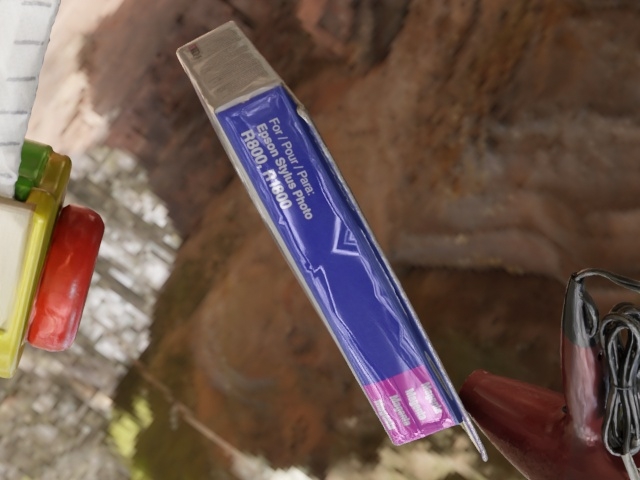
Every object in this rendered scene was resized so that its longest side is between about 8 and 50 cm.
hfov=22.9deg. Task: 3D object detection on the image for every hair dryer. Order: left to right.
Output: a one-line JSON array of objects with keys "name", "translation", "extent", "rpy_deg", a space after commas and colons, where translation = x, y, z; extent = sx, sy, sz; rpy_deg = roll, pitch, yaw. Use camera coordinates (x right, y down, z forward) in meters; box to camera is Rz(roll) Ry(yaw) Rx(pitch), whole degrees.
[{"name": "hair dryer", "translation": [0.204, 0.117, 1.151], "extent": [0.080, 0.224, 0.293], "rpy_deg": [-31, -173, -31]}]

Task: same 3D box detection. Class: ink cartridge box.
[{"name": "ink cartridge box", "translation": [0.000, 0.000, 1.286], "extent": [0.071, 0.324, 0.330], "rpy_deg": [-28, -159, 0]}]

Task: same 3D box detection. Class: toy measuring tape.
[{"name": "toy measuring tape", "translation": [-0.141, -0.041, 0.686], "extent": [0.121, 0.121, 0.330], "rpy_deg": [-61, 173, -50]}]
